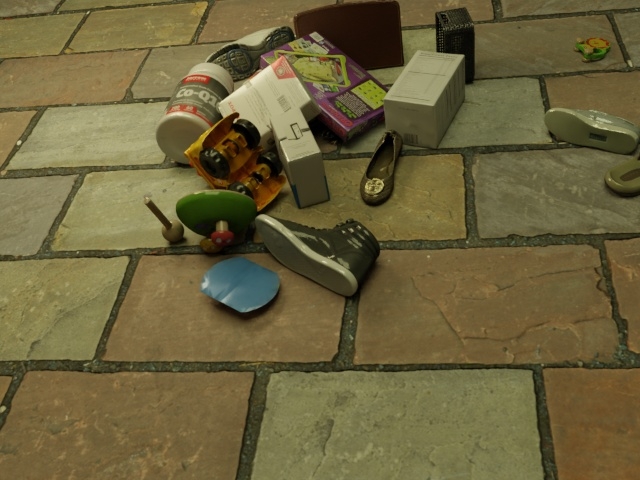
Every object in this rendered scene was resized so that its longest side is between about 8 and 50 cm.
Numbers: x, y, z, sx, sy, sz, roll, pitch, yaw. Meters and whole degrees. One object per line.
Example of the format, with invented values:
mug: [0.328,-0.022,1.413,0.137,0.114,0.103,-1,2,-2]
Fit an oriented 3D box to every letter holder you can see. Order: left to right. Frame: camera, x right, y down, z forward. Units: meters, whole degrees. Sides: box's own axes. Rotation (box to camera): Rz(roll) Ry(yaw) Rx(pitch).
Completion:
letter holder: [0.081,-0.622,2.227,0.302,0.214,0.152,-6,42,5]

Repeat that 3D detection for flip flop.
flip flop: [0.760,-0.190,1.720,0.277,0.080,0.112,-24,44,-15]

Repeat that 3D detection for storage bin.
storage bin: [0.370,-0.532,2.097,0.084,0.180,0.122,-10,42,2]

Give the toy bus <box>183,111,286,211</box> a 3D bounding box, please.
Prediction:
toy bus: [-0.224,-0.175,1.853,0.211,0.220,0.149,-11,33,54]

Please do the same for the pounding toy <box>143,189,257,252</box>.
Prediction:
pounding toy: [-0.259,-0.025,1.709,0.237,0.183,0.110,-6,68,6]

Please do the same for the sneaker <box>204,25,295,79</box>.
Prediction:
sneaker: [-0.223,-0.575,2.342,0.297,0.111,0.129,-26,28,-22]

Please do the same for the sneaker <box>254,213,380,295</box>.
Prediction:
sneaker: [0.000,0.000,1.657,0.296,0.104,0.147,30,54,28]

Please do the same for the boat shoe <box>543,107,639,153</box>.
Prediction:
boat shoe: [0.658,-0.274,1.844,0.227,0.079,0.081,23,45,24]

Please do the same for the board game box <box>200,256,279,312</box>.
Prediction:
board game box: [-0.169,0.102,1.628,0.169,0.033,0.133,24,47,25]

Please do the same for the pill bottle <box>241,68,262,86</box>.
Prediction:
pill bottle: [-0.117,-0.451,2.151,0.121,0.121,0.221,18,50,28]

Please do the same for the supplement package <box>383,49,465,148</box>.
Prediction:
supplement package: [0.274,-0.368,1.971,0.139,0.134,0.244,13,48,24]

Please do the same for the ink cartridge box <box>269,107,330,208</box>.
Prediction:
ink cartridge box: [-0.051,-0.200,1.845,0.086,0.148,0.203,-18,42,-5]

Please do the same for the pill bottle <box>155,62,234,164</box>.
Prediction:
pill bottle: [-0.328,-0.349,2.051,0.161,0.161,0.283,-1,43,11]

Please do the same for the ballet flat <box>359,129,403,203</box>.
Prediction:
ballet flat: [0.151,-0.186,1.852,0.084,0.058,0.250,8,48,18]

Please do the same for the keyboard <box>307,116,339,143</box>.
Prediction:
keyboard: [0.040,-0.347,2.075,0.317,0.033,0.201,-34,47,-23]

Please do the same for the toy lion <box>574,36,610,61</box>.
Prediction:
toy lion: [0.770,-0.540,2.140,0.096,0.034,0.100,-5,42,-5]

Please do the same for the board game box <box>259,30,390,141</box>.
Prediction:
board game box: [0.025,-0.420,2.047,0.208,0.056,0.347,-30,63,-33]

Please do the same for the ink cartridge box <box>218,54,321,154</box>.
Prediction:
ink cartridge box: [-0.131,-0.339,1.956,0.218,0.092,0.158,-33,70,11]
